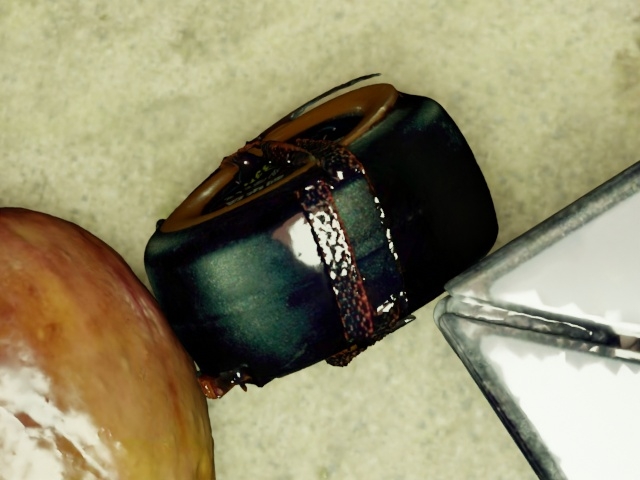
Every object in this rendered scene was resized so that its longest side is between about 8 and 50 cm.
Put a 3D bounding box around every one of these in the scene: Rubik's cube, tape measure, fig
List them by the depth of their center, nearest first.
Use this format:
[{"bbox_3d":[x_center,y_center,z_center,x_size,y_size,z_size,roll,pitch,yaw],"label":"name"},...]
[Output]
[{"bbox_3d":[0.236,0.073,1.010,0.255,0.259,0.260,-34,84,3],"label":"Rubik's cube"},{"bbox_3d":[0.000,0.000,1.067,0.202,0.223,0.135,-28,101,2],"label":"tape measure"},{"bbox_3d":[-0.179,0.110,1.089,0.224,0.224,0.263,-44,93,3],"label":"fig"}]
